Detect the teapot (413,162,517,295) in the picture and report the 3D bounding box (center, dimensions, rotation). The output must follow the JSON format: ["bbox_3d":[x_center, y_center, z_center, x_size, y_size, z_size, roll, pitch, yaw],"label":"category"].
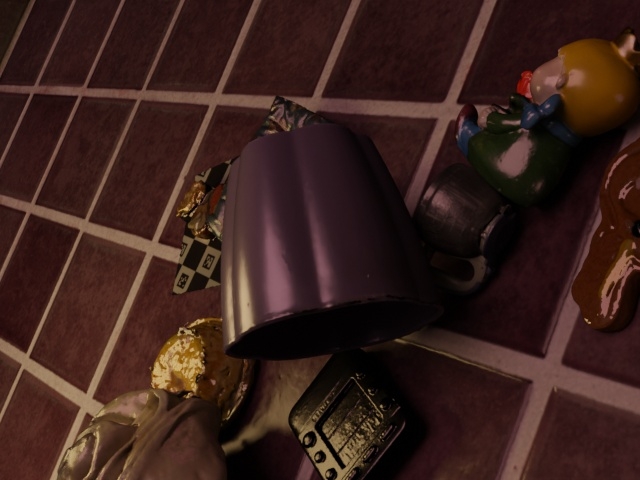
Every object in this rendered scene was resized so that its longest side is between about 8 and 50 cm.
[{"bbox_3d":[0.174,-0.011,1.149,0.108,0.111,0.149,33,87,32],"label":"teapot"}]

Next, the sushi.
[{"bbox_3d":[-0.162,-0.050,1.592,0.290,0.050,0.263,-15,58,42],"label":"sushi"}]

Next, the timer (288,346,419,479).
[{"bbox_3d":[0.041,0.233,1.199,0.144,0.055,0.187,-53,35,8],"label":"timer"}]

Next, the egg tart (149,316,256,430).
[{"bbox_3d":[-0.194,0.209,1.450,0.213,0.090,0.212,-21,57,37],"label":"egg tart"}]

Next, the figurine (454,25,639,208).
[{"bbox_3d":[0.277,-0.167,1.125,0.234,0.127,0.185,-59,29,20],"label":"figurine"}]

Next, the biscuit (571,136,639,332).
[{"bbox_3d":[0.371,-0.039,0.995,0.186,0.044,0.295,3,71,47],"label":"biscuit"}]

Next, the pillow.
[{"bbox_3d":[-0.068,-0.090,1.482,0.189,0.034,0.255,31,92,34],"label":"pillow"}]

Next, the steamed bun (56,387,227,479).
[{"bbox_3d":[-0.254,0.341,1.271,0.280,0.207,0.268,-99,29,-54],"label":"steamed bun"}]

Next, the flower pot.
[{"bbox_3d":[0.000,0.000,1.138,0.265,0.265,0.243,-22,69,39],"label":"flower pot"}]
